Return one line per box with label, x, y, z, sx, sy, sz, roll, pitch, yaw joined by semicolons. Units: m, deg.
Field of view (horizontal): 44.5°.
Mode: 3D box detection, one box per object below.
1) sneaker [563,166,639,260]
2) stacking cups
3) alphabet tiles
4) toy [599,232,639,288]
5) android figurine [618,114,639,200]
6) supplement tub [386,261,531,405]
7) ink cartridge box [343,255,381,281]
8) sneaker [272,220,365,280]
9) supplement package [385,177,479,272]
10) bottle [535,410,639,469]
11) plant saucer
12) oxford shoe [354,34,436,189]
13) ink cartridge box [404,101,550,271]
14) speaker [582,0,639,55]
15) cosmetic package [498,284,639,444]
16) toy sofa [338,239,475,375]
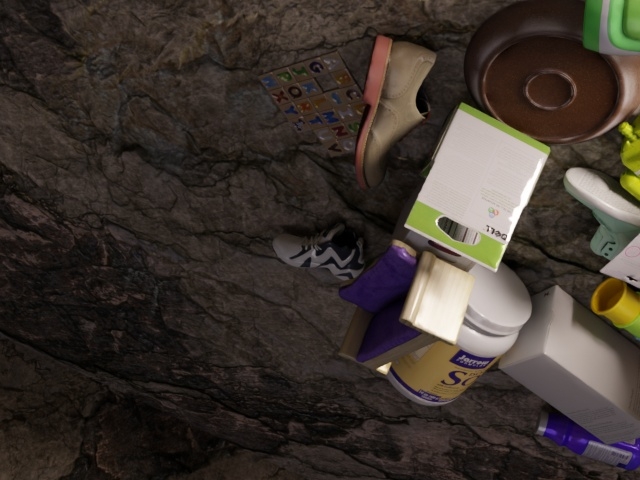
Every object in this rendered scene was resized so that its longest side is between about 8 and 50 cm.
sneaker;0.545;-0.033;1.512;0.256;0.094;0.151;28;137;-11
stacking cups;0.735;0.201;1.722;0.316;0.096;0.096;35;143;-18
alphabet tiles;0.011;-0.267;1.589;0.198;0.009;0.237;-8;133;36
toy;0.635;-0.010;1.422;0.137;0.056;0.237;21;133;-16
android figurine;0.643;-0.142;1.363;0.273;0.056;0.248;34;143;-18
supplement tub;0.306;0.205;1.806;0.241;0.241;0.331;28;132;-6
ink cartridge box;0.199;0.133;1.961;0.235;0.056;0.171;42;140;-21
sneaker;0.000;0.000;1.872;0.235;0.094;0.153;23;137;14
supplement package;0.240;-0.025;1.576;0.145;0.204;0.262;24;153;0
bottle;0.739;0.543;2.152;0.283;0.092;0.118;15;143;11
plant saucer;0.395;-0.270;1.341;0.310;0.050;0.310;14;144;11
oxford shoe;0.138;-0.220;1.480;0.130;0.123;0.348;10;142;3
ink cartridge box;0.271;-0.089;1.413;0.189;0.255;0.097;27;168;-2
speaker;0.538;-0.327;1.121;0.296;0.131;0.131;7;141;21
cosmetic package;0.611;0.293;1.817;0.365;0.197;0.155;36;143;-14
toy sofa;0.140;0.145;1.572;0.177;0.150;0.362;26;156;-8
